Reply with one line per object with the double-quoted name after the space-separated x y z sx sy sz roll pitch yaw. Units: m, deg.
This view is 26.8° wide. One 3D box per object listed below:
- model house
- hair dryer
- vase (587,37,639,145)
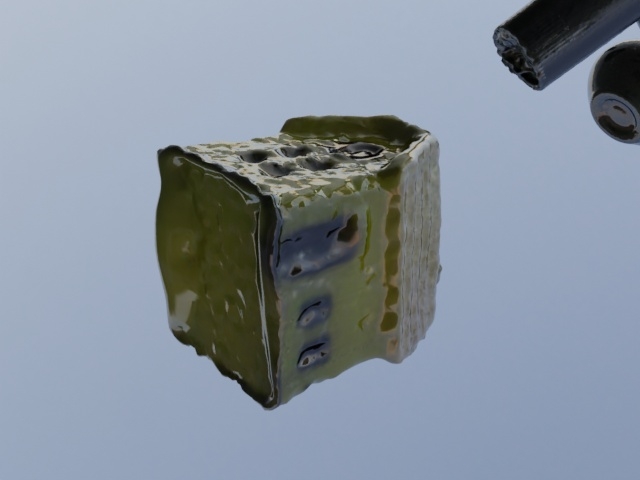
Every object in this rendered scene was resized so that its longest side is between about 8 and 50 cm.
0.000 0.000 1.124 0.234 0.193 0.174 -20 -150 -37 "model house"
0.198 -0.104 0.802 0.173 0.195 0.050 -34 -133 -7 "hair dryer"
0.369 -0.183 1.443 0.183 0.120 0.120 -43 -149 -26 "vase"
